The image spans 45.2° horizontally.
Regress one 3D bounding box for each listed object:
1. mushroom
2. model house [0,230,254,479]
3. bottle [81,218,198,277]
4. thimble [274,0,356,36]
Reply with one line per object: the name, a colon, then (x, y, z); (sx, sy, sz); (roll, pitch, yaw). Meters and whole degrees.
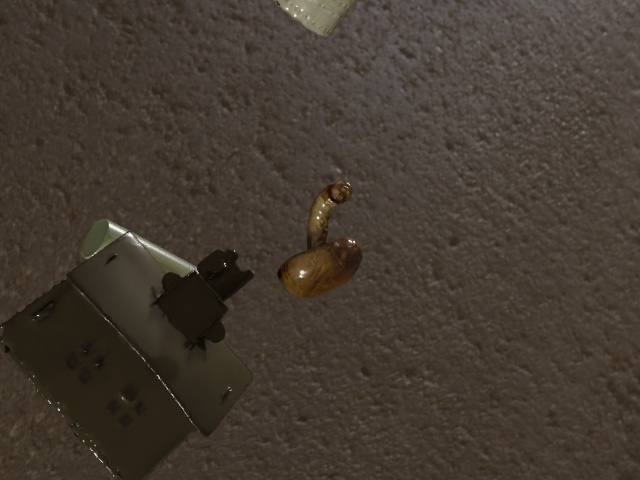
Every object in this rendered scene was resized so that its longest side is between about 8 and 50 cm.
mushroom: (0.007, 0.007, 0.759); (0.088, 0.130, 0.073); (-4, 35, -47)
model house: (-0.181, 0.104, 0.826); (0.243, 0.204, 0.211); (-42, 98, -24)
bottle: (-0.282, 0.039, 1.243); (0.201, 0.072, 0.072); (33, 54, -39)
thimble: (-0.007, -0.321, 0.954); (0.115, 0.090, 0.102); (42, 22, 4)
